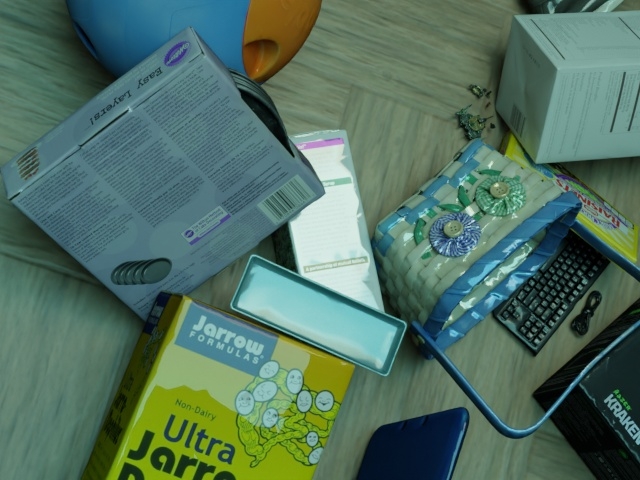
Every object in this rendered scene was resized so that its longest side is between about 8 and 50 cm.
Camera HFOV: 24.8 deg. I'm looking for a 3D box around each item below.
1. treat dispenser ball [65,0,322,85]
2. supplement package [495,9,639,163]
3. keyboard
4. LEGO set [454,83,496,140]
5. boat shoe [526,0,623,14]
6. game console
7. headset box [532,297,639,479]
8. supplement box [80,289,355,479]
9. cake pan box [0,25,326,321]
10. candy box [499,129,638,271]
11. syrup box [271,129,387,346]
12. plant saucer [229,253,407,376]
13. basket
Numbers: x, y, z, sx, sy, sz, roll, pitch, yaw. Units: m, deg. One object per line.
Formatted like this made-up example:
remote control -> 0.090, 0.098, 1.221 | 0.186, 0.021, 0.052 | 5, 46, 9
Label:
treat dispenser ball -> -0.138, -0.294, 1.591 | 0.288, 0.288, 0.288 | 3, 78, -15
supplement package -> 0.358, -0.189, 1.766 | 0.244, 0.134, 0.139 | -4, 37, -16
keyboard -> 0.301, 0.060, 1.784 | 0.108, 0.023, 0.180 | 43, 72, -4
LEGO set -> 0.191, -0.152, 1.800 | 0.054, 0.023, 0.083 | 35, 59, -9
boat shoe -> 0.398, -0.380, 1.853 | 0.335, 0.112, 0.095 | -42, 93, -13
game console -> 0.118, 0.334, 1.532 | 0.173, 0.293, 0.250 | -37, 91, -19
headset box -> 0.447, 0.187, 1.742 | 0.283, 0.131, 0.246 | -37, 91, -20
supplement box -> -0.134, 0.251, 1.494 | 0.194, 0.195, 0.357 | 23, 84, -12
cake pan box -> -0.158, -0.065, 1.533 | 0.267, 0.070, 0.246 | -37, 134, 9
candy box -> 0.302, -0.052, 1.773 | 0.206, 0.027, 0.105 | 38, 29, -6
syrup box -> 0.000, 0.000, 1.672 | 0.096, 0.093, 0.237 | -8, 81, -16
plant saucer -> -0.002, 0.083, 1.596 | 0.192, 0.018, 0.067 | 24, 75, -7
basket -> 0.205, 0.051, 1.658 | 0.289, 0.201, 0.255 | 44, 69, 10
